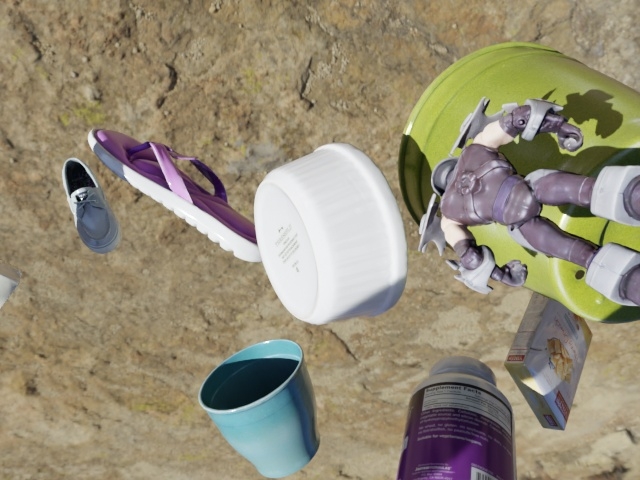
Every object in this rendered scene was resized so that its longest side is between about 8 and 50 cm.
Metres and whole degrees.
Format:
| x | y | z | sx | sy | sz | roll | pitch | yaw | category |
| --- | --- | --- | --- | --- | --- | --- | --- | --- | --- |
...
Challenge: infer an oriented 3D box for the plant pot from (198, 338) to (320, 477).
| x | y | z | sx | sy | sz | roll | pitch | yaw | category |
| --- | --- | --- | --- | --- | --- | --- | --- | --- | --- |
| -0.127 | 0.431 | 1.232 | 0.271 | 0.272 | 0.256 | -17 | 108 | 13 | plant pot |

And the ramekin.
| x | y | z | sx | sy | sz | roll | pitch | yaw | category |
| --- | --- | --- | --- | --- | --- | --- | --- | --- | --- |
| 0.000 | 0.000 | 0.739 | 0.127 | 0.273 | 0.273 | -18 | 146 | -26 | ramekin |

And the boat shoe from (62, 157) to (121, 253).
| x | y | z | sx | sy | sz | roll | pitch | yaw | category |
| --- | --- | --- | --- | --- | --- | --- | --- | --- | --- |
| -0.464 | -0.074 | 0.977 | 0.079 | 0.228 | 0.081 | -27 | 151 | -13 | boat shoe |

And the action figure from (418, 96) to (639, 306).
| x | y | z | sx | sy | sz | roll | pitch | yaw | category |
| --- | --- | --- | --- | --- | --- | --- | --- | --- | --- |
| 0.186 | -0.027 | 0.428 | 0.099 | 0.285 | 0.186 | 2 | 108 | -25 | action figure |

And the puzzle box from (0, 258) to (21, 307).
| x | y | z | sx | sy | sz | roll | pitch | yaw | category |
| --- | --- | --- | --- | --- | --- | --- | --- | --- | --- |
| -0.674 | 0.143 | 0.698 | 0.272 | 0.052 | 0.409 | 39 | 92 | -32 | puzzle box |

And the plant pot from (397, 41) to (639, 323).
| x | y | z | sx | sy | sz | roll | pitch | yaw | category |
| --- | --- | --- | --- | --- | --- | --- | --- | --- | --- |
| 0.336 | -0.076 | 0.694 | 0.365 | 0.353 | 0.367 | -4 | 114 | -8 | plant pot |

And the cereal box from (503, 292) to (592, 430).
| x | y | z | sx | sy | sz | roll | pitch | yaw | category |
| --- | --- | --- | --- | --- | --- | --- | --- | --- | --- |
| 0.437 | 0.204 | 0.931 | 0.047 | 0.240 | 0.173 | -14 | 118 | 48 | cereal box |

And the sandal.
| x | y | z | sx | sy | sz | roll | pitch | yaw | category |
| --- | --- | --- | --- | --- | --- | --- | --- | --- | --- |
| -0.247 | -0.113 | 0.951 | 0.416 | 0.169 | 0.102 | 35 | 104 | 2 | sandal |

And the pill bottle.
| x | y | z | sx | sy | sz | roll | pitch | yaw | category |
| --- | --- | --- | --- | --- | --- | --- | --- | --- | --- |
| 0.222 | 0.348 | 0.801 | 0.181 | 0.323 | 0.182 | 9 | 124 | 13 | pill bottle |
